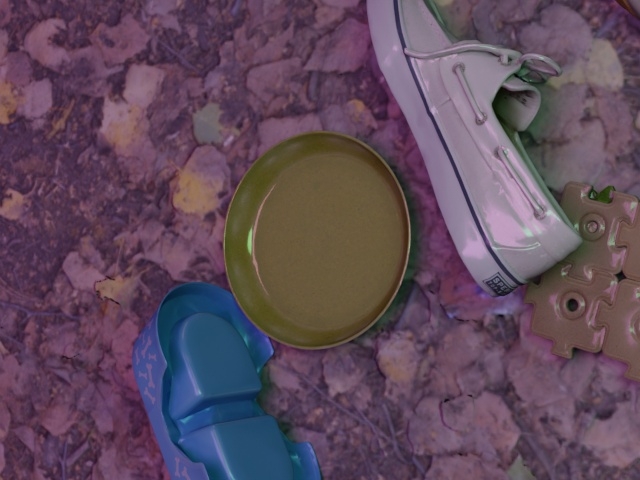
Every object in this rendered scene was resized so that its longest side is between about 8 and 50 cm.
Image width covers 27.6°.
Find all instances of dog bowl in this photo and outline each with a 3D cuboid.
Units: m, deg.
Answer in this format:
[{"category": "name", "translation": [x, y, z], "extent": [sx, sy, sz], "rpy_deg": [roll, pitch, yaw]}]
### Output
[{"category": "dog bowl", "translation": [-0.109, 0.193, 1.418], "extent": [0.074, 0.166, 0.297], "rpy_deg": [-36, 68, 35]}]

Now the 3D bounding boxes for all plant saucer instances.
[{"category": "plant saucer", "translation": [0.000, 0.000, 1.437], "extent": [0.241, 0.037, 0.240], "rpy_deg": [-3, 85, 31]}]

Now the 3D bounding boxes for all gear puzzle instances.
[{"category": "gear puzzle", "translation": [0.289, 0.038, 1.263], "extent": [0.339, 0.044, 0.175], "rpy_deg": [16, 95, 34]}]

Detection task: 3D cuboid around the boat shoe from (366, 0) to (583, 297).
[{"category": "boat shoe", "translation": [0.167, -0.137, 1.282], "extent": [0.156, 0.136, 0.367], "rpy_deg": [-29, 61, 21]}]

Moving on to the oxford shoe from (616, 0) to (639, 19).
[{"category": "oxford shoe", "translation": [0.363, -0.403, 1.196], "extent": [0.130, 0.169, 0.449], "rpy_deg": [22, 99, 50]}]
